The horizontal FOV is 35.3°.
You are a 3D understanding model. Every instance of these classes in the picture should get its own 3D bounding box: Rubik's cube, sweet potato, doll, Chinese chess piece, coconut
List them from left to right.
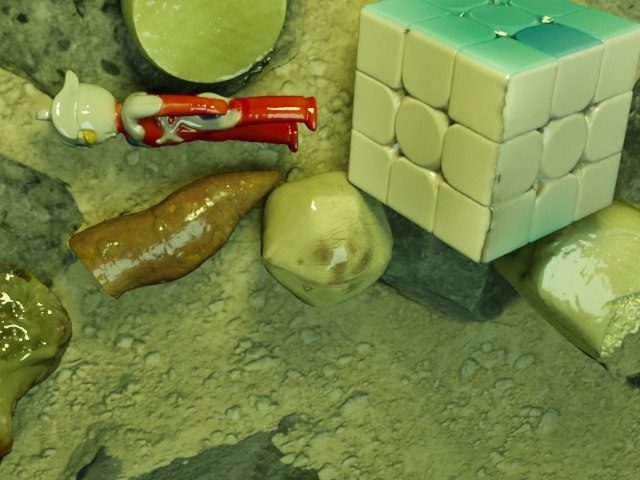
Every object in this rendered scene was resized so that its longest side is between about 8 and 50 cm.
[{"bbox_3d":[-0.204,-0.173,1.425,0.384,0.188,0.099,3,80,-11],"label":"doll"},{"bbox_3d":[-0.207,-0.016,1.544,0.337,0.131,0.131,-23,126,-3],"label":"sweet potato"},{"bbox_3d":[-0.158,-0.326,1.378,0.238,0.092,0.237,-10,123,-15],"label":"Chinese chess piece"},{"bbox_3d":[0.000,0.000,1.578,0.224,0.224,0.224,-10,124,-14],"label":"coconut"},{"bbox_3d":[0.243,-0.186,1.445,0.290,0.292,0.291,-21,129,-33],"label":"Rubik's cube"}]

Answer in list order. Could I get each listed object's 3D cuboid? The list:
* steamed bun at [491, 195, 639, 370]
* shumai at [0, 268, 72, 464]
[{"bbox_3d":[0.459,0.021,1.730,0.273,0.290,0.272,42,87,-28],"label":"steamed bun"},{"bbox_3d":[-0.532,0.193,1.459,0.346,0.283,0.217,2,122,-19],"label":"shumai"}]
